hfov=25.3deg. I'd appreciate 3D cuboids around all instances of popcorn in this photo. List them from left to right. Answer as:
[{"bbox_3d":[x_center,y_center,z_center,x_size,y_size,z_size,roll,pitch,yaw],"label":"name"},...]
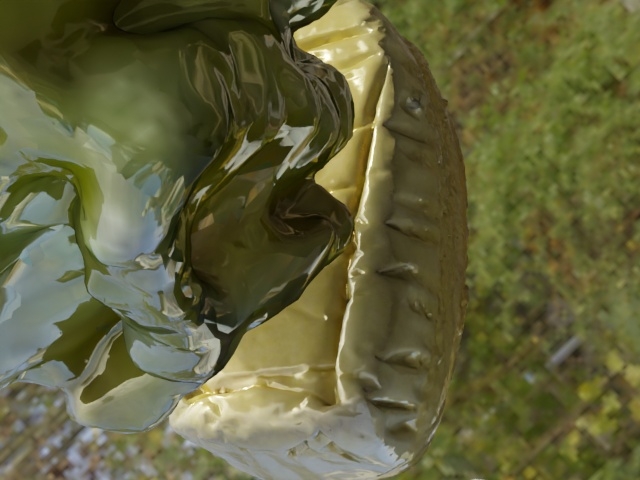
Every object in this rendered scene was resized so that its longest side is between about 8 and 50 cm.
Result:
[{"bbox_3d":[-0.118,-0.075,0.471,0.312,0.312,0.312,47,180,0],"label":"popcorn"}]

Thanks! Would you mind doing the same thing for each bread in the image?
[{"bbox_3d":[0.000,0.000,0.696,0.106,0.140,0.236,34,-126,-56],"label":"bread"}]

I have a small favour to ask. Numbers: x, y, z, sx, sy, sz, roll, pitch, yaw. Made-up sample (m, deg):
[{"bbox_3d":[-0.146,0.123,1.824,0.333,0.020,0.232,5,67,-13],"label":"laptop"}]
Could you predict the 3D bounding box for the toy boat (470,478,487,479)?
[{"bbox_3d":[0.132,0.219,0.830,0.290,0.100,0.199,16,143,42],"label":"toy boat"}]
